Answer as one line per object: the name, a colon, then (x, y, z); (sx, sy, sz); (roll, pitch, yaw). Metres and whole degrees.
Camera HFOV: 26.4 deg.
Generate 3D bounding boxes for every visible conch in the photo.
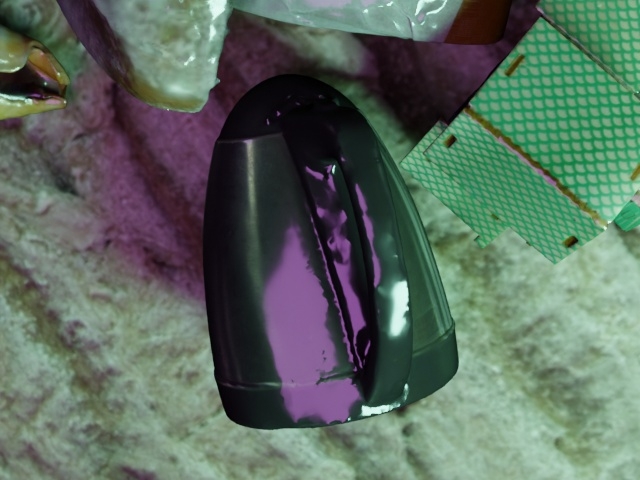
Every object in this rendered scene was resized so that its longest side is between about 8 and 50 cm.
conch: (-0.351, -0.181, 1.230); (0.255, 0.127, 0.158); (9, 146, -12)

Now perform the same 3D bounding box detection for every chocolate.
chocolate: (-0.162, -0.225, 1.051); (0.100, 0.303, 0.185); (-9, 128, -23)

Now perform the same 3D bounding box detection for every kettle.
kettle: (-0.013, 0.001, 1.110); (0.207, 0.251, 0.271); (-9, 99, 15)

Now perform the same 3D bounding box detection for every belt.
belt: (0.020, -0.221, 1.034); (0.261, 0.184, 0.105); (18, 115, 16)

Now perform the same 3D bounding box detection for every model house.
model house: (0.186, -0.081, 1.018); (0.178, 0.206, 0.271); (44, 117, 0)
